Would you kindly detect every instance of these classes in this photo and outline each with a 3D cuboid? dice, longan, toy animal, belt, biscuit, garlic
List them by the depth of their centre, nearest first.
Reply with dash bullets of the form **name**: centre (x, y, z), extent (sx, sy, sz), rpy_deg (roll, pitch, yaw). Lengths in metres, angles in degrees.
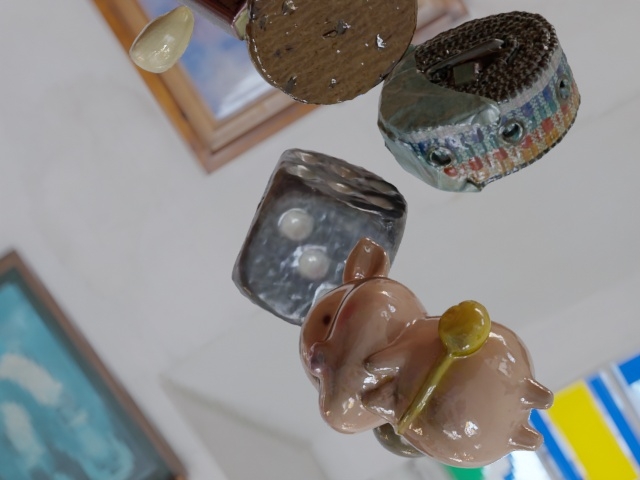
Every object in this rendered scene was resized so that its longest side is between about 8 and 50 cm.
- **toy animal**: centre (0.092, 0.114, 1.386), extent (0.248, 0.165, 0.149), rpy_deg (26, -168, 33)
- **garlic**: centre (-0.148, -0.180, 1.416), extent (0.083, 0.041, 0.053), rpy_deg (-17, -131, 55)
- **biscuit**: centre (0.013, -0.254, 1.761), extent (0.212, 0.212, 0.036), rpy_deg (-34, -149, -8)
- **dice**: centre (0.000, 0.000, 1.970), extent (0.181, 0.182, 0.183), rpy_deg (-80, -167, -68)
- **belt**: centre (0.199, -0.176, 1.997), extent (0.257, 0.150, 0.207), rpy_deg (-26, -142, 4)
- **longan**: centre (0.121, 0.232, 2.006), extent (0.119, 0.106, 0.106), rpy_deg (12, 168, -32)

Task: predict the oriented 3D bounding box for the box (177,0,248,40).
- **box**: centre (-0.153, -0.354, 1.967), extent (0.120, 0.224, 0.069), rpy_deg (-50, 159, -10)
